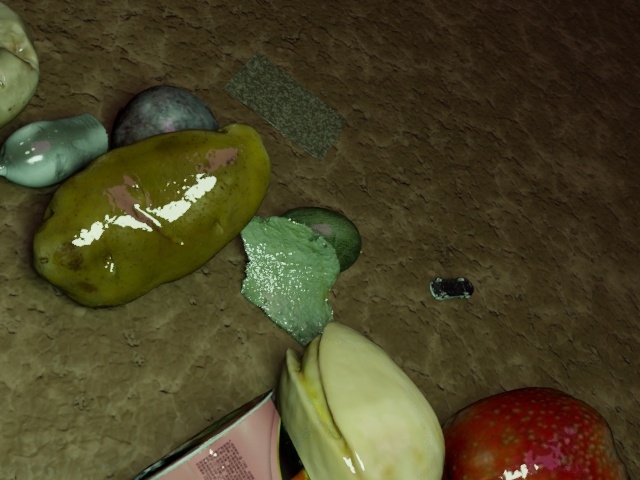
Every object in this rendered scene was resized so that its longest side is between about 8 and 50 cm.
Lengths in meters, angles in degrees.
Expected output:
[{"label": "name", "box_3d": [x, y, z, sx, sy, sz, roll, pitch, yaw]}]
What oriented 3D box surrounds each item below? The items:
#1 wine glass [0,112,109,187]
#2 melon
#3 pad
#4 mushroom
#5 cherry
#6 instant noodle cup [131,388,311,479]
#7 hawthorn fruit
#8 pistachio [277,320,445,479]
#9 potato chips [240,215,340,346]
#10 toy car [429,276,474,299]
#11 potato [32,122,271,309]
[{"label": "wine glass", "box_3d": [-0.426, -0.124, 1.344, 0.222, 0.103, 0.103, -29, 76, -43]}, {"label": "melon", "box_3d": [0.000, 0.000, 1.532, 0.167, 0.114, 0.114, 15, 50, -22]}, {"label": "pad", "box_3d": [-0.064, -0.268, 1.776, 0.235, 0.003, 0.158, 37, 44, -5]}, {"label": "mushroom", "box_3d": [-0.533, -0.296, 1.264, 0.293, 0.290, 0.292, 13, 43, -13]}, {"label": "cherry", "box_3d": [-0.242, -0.155, 1.439, 0.195, 0.195, 0.195, 19, 48, -22]}, {"label": "instant noodle cup", "box_3d": [-0.093, 0.355, 1.133, 0.244, 0.244, 0.255, -32, 87, -45]}, {"label": "hawthorn fruit", "box_3d": [0.283, 0.369, 1.343, 0.369, 0.284, 0.284, -3, 58, -26]}, {"label": "pistachio", "box_3d": [0.047, 0.268, 1.280, 0.238, 0.229, 0.321, 54, 9, -48]}, {"label": "potato chips", "box_3d": [-0.045, 0.068, 1.460, 0.167, 0.059, 0.228, -5, 101, -14]}, {"label": "toy car", "box_3d": [0.249, 0.092, 1.696, 0.093, 0.025, 0.041, 2, 58, -30]}, {"label": "potato", "box_3d": [-0.236, -0.044, 1.296, 0.369, 0.176, 0.195, -29, 71, -11]}]
